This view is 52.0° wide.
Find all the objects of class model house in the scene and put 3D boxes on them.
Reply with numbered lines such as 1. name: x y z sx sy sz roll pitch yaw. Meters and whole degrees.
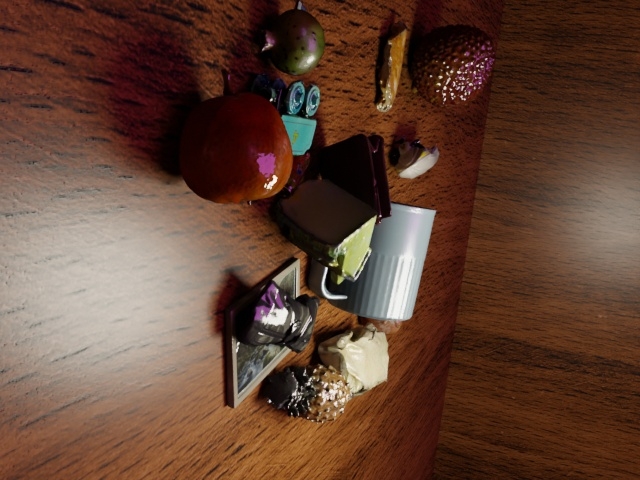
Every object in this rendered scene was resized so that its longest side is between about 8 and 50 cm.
1. model house: 0.000 0.000 1.496 0.170 0.194 0.211 -41 152 -33

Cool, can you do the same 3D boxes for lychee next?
1. lychee: 0.425 -0.574 2.154 0.276 0.304 0.276 36 40 -38

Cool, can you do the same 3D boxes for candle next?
1. candle: -0.061 -0.154 1.448 0.052 0.052 0.131 72 35 -49

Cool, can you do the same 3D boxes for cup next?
1. cup: 0.149 0.045 1.773 0.331 0.257 0.311 -4 105 -69

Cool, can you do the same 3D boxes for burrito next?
1. burrito: 0.086 0.348 1.917 0.332 0.135 0.190 2 90 -64

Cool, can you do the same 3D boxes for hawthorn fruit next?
1. hawthorn fruit: -0.144 -0.170 1.085 0.196 0.196 0.225 -7 90 -67

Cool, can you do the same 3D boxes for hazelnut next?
1. hazelnut: 0.198 0.234 2.125 0.143 0.143 0.154 -39 117 -57

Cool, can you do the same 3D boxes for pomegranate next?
1. pomegranate: -0.055 -0.387 1.288 0.130 0.130 0.130 11 90 -68

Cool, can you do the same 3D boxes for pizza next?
1. pizza: 0.206 -0.510 1.918 0.134 0.056 0.271 -14 114 -68

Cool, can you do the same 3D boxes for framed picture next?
1. framed picture: -0.124 0.200 1.498 0.324 0.020 0.240 -35 131 -59

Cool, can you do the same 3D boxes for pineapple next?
1. pineapple: -0.046 0.372 1.637 0.278 0.158 0.158 28 74 -53

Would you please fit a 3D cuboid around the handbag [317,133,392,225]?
1. handbag: 0.084 -0.132 1.555 0.074 0.203 0.216 -7 85 -33

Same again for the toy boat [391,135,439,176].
1. toy boat: 0.314 -0.279 2.189 0.269 0.141 0.141 -5 104 -67

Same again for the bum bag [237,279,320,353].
1. bum bag: -0.075 0.176 1.459 0.144 0.095 0.340 -63 155 -2

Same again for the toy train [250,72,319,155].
1. toy train: -0.077 -0.247 1.303 0.198 0.107 0.154 -15 121 -66

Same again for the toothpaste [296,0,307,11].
1. toothpaste: -0.021 -0.470 1.440 0.140 0.021 0.037 33 65 -63
